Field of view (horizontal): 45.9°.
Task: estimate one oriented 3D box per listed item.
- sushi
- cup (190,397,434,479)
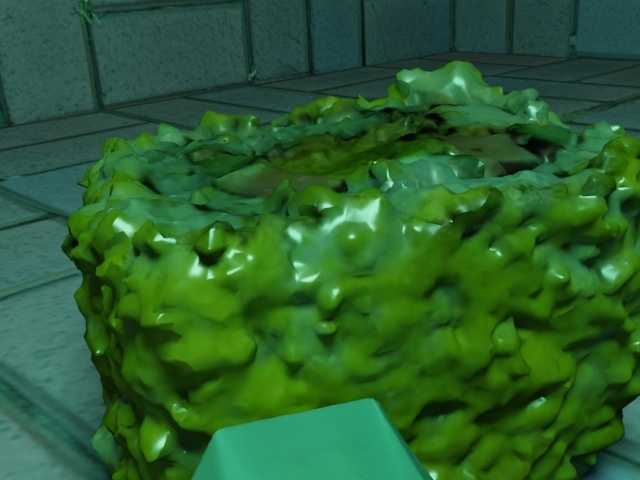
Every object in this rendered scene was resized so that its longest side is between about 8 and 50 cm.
[{"bbox_3d":[0.025,0.021,0.541,0.397,0.240,0.351,-11,23,-16],"label":"sushi"},{"bbox_3d":[0.030,0.181,0.272,0.148,0.134,0.235,-12,25,-16],"label":"cup"}]
